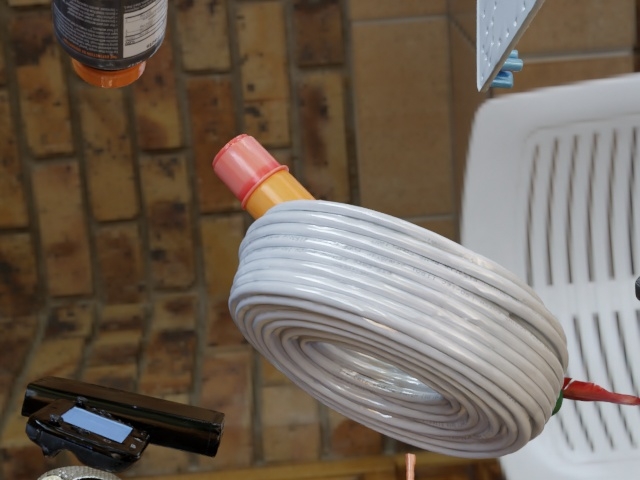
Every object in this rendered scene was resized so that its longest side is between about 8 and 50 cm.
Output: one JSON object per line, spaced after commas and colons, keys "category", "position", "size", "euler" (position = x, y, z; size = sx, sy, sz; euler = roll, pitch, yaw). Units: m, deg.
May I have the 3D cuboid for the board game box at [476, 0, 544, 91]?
{"category": "board game box", "position": [0.280, -0.447, 1.627], "size": [0.390, 0.050, 0.390], "euler": [113, 160, -73]}

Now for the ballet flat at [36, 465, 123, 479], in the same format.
{"category": "ballet flat", "position": [-0.246, 0.323, 1.443], "size": [0.058, 0.249, 0.084], "euler": [38, -112, -62]}

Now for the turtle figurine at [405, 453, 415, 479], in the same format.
{"category": "turtle figurine", "position": [0.093, 0.396, 1.499], "size": [0.217, 0.087, 0.270], "euler": [-15, 87, 45]}

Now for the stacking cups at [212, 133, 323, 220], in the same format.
{"category": "stacking cups", "position": [0.000, 0.000, 1.422], "size": [0.316, 0.096, 0.096], "euler": [48, 171, 9]}

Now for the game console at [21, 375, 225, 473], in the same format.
{"category": "game console", "position": [-0.206, 0.188, 1.236], "size": [0.361, 0.213, 0.044], "euler": [153, 130, -87]}

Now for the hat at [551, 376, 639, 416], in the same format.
{"category": "hat", "position": [0.307, 0.239, 1.702], "size": [0.184, 0.208, 0.173], "euler": [54, -148, -16]}

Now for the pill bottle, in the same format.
{"category": "pill bottle", "position": [-0.232, -0.278, 1.339], "size": [0.246, 0.130, 0.130], "euler": [106, 163, -55]}

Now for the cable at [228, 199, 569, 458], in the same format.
{"category": "cable", "position": [0.051, 0.069, 0.890], "size": [0.089, 0.257, 0.257], "euler": [-65, 16, -20]}

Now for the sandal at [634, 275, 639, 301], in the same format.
{"category": "sandal", "position": [0.631, 0.010, 1.722], "size": [0.167, 0.445, 0.107], "euler": [-158, 59, -66]}
